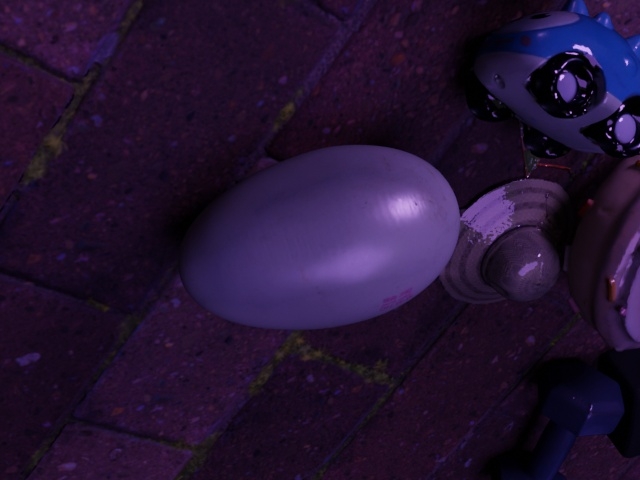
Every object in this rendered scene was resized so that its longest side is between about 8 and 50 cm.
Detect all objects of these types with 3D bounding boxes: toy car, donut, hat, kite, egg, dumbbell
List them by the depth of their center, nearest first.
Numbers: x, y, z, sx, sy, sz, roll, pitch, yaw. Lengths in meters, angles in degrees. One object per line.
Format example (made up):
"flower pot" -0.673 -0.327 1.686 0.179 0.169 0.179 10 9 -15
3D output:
"egg" 0.000 0.000 1.277 0.371 0.230 0.230 -15 130 -8
"toy car" 0.329 -0.219 1.307 0.255 0.188 0.190 25 82 -29
"kite" 0.379 -0.163 1.487 0.244 0.006 0.198 14 118 -34
"hat" 0.312 0.033 1.536 0.252 0.110 0.252 -14 131 -16
"donut" 0.527 -0.010 1.540 0.382 0.142 0.383 -27 134 -31
"dumbbell" 0.435 0.381 1.843 0.144 0.160 0.325 -22 138 -49

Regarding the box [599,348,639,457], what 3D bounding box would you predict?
"box" 0.589 0.300 1.858 0.090 0.144 0.201 -14 131 -12
